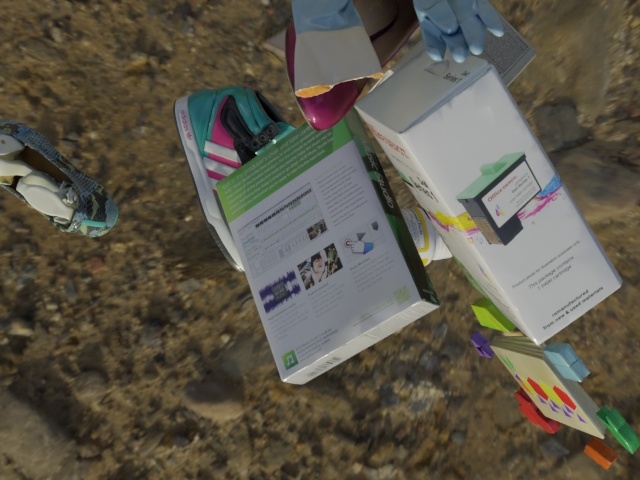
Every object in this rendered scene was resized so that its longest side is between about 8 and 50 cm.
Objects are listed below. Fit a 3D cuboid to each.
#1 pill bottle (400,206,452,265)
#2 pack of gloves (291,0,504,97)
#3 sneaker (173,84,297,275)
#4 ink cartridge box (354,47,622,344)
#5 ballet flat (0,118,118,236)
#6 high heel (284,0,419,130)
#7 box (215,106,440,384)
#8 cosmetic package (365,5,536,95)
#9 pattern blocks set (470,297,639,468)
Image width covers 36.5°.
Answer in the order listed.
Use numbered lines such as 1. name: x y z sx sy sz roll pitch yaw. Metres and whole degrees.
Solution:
1. pill bottle: 0.148 -0.001 1.865 0.209 0.119 0.119 -7 94 -17
2. pack of gloves: 0.071 -0.217 0.946 0.195 0.232 0.046 -10 135 6
3. sneaker: -0.094 -0.108 1.474 0.179 0.124 0.295 -20 87 15
4. ink cartridge box: 0.172 -0.055 1.034 0.117 0.201 0.278 -36 109 0
5. ballet flat: -0.279 -0.064 0.933 0.188 0.070 0.070 29 99 21
6. high heel: 0.066 -0.268 1.237 0.181 0.377 0.127 -16 124 20
7. box: 0.000 0.000 1.310 0.232 0.058 0.322 -32 64 23
8. cosmetic package: 0.219 -0.272 1.626 0.160 0.309 0.113 46 142 -1
9. pattern blocks set: 0.301 0.188 1.289 0.026 0.325 0.285 -40 106 -9
